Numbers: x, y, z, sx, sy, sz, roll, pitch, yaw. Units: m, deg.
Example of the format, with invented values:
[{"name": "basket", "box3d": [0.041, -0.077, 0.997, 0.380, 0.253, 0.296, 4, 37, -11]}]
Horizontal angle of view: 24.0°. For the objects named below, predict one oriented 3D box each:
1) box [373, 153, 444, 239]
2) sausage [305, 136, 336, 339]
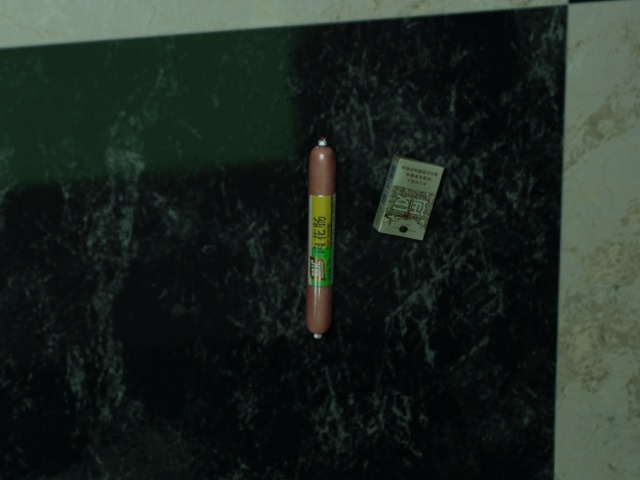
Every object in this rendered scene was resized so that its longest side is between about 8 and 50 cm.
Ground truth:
[{"name": "box", "box3d": [0.093, -0.046, 1.597, 0.053, 0.024, 0.083, 10, 103, -20]}, {"name": "sausage", "box3d": [0.000, 0.000, 1.580, 0.029, 0.029, 0.223, -4, 109, -16]}]
